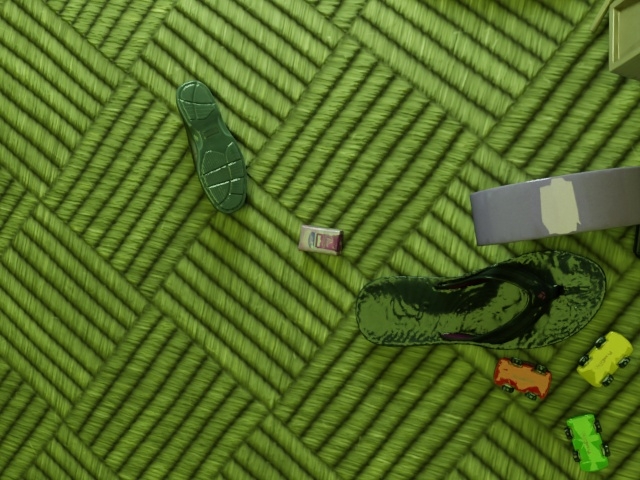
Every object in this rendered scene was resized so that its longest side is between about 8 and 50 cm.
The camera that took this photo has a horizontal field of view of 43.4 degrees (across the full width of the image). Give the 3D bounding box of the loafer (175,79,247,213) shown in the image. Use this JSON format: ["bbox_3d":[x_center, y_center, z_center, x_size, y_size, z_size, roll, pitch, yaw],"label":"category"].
[{"bbox_3d":[-0.213,-0.179,1.579,0.096,0.084,0.268,-18,90,-15],"label":"loafer"}]

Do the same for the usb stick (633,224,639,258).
[{"bbox_3d":[0.581,-0.100,1.354,0.077,0.045,0.278,7,93,23],"label":"usb stick"}]

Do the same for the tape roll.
[{"bbox_3d":[0.383,-0.052,1.292,0.274,0.275,0.090,-9,89,16],"label":"tape roll"}]

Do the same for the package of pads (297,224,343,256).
[{"bbox_3d":[0.000,0.000,1.532,0.083,0.032,0.050,9,96,16],"label":"package of pads"}]

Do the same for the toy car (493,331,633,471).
[{"bbox_3d":[0.442,0.286,1.399,0.238,0.053,0.225,-17,87,17],"label":"toy car"}]

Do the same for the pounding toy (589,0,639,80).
[{"bbox_3d":[0.537,-0.373,1.328,0.094,0.181,0.206,11,74,-17],"label":"pounding toy"}]

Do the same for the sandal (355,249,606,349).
[{"bbox_3d":[0.275,0.122,1.415,0.445,0.107,0.168,-10,89,16],"label":"sandal"}]
